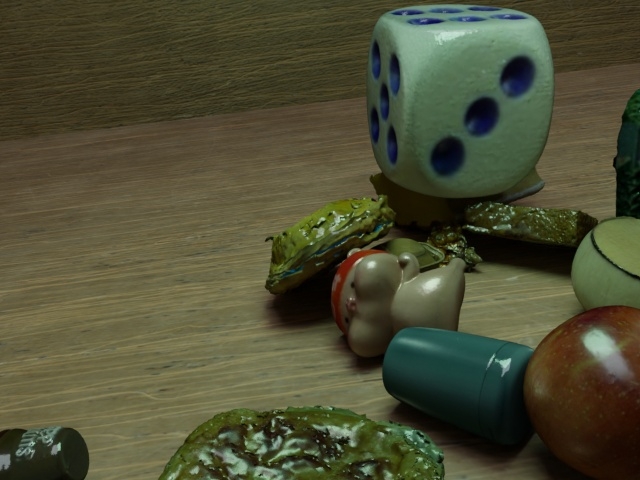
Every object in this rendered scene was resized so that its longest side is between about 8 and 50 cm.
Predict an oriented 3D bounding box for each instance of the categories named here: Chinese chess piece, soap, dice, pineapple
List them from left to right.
[{"bbox_3d":[0.247,-0.270,1.270,0.277,0.304,0.304,-5,27,-5],"label":"dice"},{"bbox_3d":[0.251,0.028,1.259,0.114,0.077,0.114,28,74,38],"label":"pineapple"},{"bbox_3d":[0.295,-0.118,1.465,0.281,0.143,0.259,-18,15,-31],"label":"soap"},{"bbox_3d":[0.502,0.060,0.991,0.250,0.103,0.250,5,30,-3],"label":"Chinese chess piece"}]

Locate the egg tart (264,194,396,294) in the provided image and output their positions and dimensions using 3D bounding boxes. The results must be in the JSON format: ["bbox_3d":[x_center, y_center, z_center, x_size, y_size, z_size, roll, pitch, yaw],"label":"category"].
[{"bbox_3d":[0.000,0.000,1.173,0.291,0.107,0.291,-31,-6,-3],"label":"egg tart"}]

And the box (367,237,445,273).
[{"bbox_3d":[0.125,0.050,1.166,0.177,0.111,0.111,-15,24,-20],"label":"box"}]

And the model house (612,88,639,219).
[{"bbox_3d":[0.715,-0.133,1.190,0.243,0.298,0.284,-20,27,-28],"label":"model house"}]

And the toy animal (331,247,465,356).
[{"bbox_3d":[0.111,0.092,1.008,0.197,0.171,0.171,7,26,24],"label":"toy animal"}]

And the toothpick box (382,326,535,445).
[{"bbox_3d":[0.173,0.174,0.846,0.184,0.120,0.120,9,27,40],"label":"toothpick box"}]

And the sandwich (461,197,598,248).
[{"bbox_3d":[0.390,-0.028,1.245,0.214,0.065,0.186,9,1,35],"label":"sandwich"}]

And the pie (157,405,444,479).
[{"bbox_3d":[-0.022,0.270,0.689,0.288,0.103,0.355,8,24,17],"label":"pie"}]

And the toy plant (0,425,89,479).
[{"bbox_3d":[-0.371,0.276,0.775,0.200,0.105,0.143,-18,15,2],"label":"toy plant"}]

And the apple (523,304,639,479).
[{"bbox_3d":[0.322,0.172,0.733,0.201,0.162,0.201,24,38,-20],"label":"apple"}]
